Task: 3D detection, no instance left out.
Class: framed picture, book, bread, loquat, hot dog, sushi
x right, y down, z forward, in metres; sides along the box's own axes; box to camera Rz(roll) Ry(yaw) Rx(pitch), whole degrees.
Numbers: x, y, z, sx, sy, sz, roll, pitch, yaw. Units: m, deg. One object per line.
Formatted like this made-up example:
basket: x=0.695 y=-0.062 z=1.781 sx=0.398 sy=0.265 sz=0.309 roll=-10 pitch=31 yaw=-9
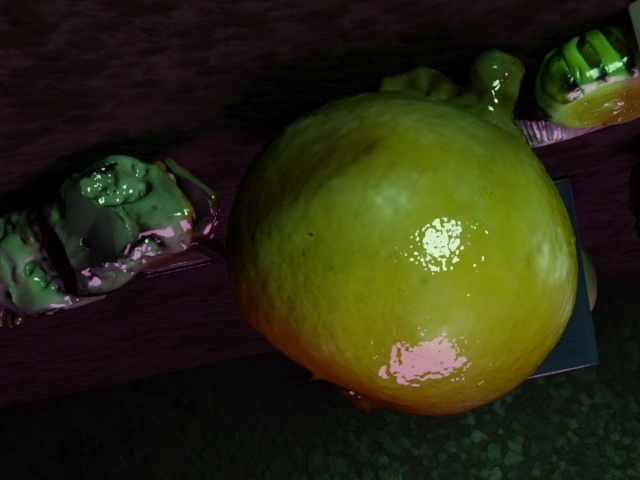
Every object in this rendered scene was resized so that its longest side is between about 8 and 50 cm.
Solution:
framed picture: x=-0.204 y=0.020 z=1.841 sx=0.127 sy=0.023 sz=0.168 roll=-13 pitch=170 yaw=7
book: x=0.278 y=0.061 z=1.952 sx=0.190 sy=0.269 sz=0.025 roll=-12 pitch=-173 yaw=-6
bread: x=0.262 y=-0.153 z=1.285 sx=0.139 sy=0.071 sz=0.130 roll=-15 pitch=164 yaw=-5
loquat: x=0.087 y=-0.013 z=1.288 sx=0.328 sy=0.360 sz=0.328 roll=27 pitch=-173 yaw=-3
hot dog: x=0.273 y=-0.138 z=1.402 sx=0.191 sy=0.059 sz=0.108 roll=-16 pitch=-171 yaw=-19
sushi: x=-0.237 y=-0.003 z=1.399 sx=0.130 sy=0.124 sz=0.332 roll=-17 pitch=175 yaw=-44

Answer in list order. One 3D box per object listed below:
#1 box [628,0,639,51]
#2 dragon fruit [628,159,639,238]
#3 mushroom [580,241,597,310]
box: x=0.354 y=-0.167 z=1.107 sx=0.067 sy=0.150 sz=0.233 roll=-10 pitch=170 yaw=-28
dragon fruit: x=0.485 y=-0.059 z=1.810 sx=0.182 sy=0.182 sz=0.188 roll=-18 pitch=150 yaw=32
mushroom: x=0.287 y=0.080 z=2.087 sx=0.246 sy=0.246 sz=0.202 roll=-9 pitch=137 yaw=-15
